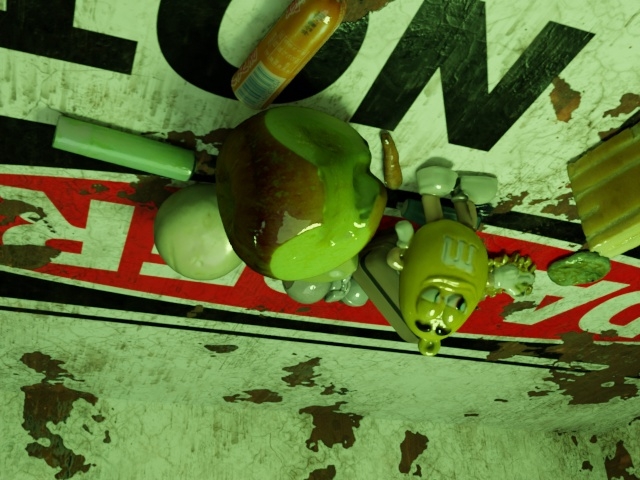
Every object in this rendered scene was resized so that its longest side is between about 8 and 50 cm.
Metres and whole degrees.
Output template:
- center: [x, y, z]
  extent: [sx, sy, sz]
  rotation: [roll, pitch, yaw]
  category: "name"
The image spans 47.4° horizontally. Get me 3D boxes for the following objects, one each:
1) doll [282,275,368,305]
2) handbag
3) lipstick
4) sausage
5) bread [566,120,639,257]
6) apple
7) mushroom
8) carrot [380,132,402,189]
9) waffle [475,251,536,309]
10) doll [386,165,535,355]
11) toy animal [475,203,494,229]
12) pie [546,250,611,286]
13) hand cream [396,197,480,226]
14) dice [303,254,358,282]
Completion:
- center: [0.031, 0.126, 2.108]
  extent: [0.287, 0.151, 0.151]
  rotation: [14, 146, -32]
  category: "doll"
- center: [0.245, 0.118, 1.928]
  extent: [0.302, 0.149, 0.283]
  rotation: [53, 150, -5]
  category: "handbag"
- center: [-0.421, -0.197, 1.586]
  extent: [0.304, 0.076, 0.076]
  rotation: [12, 147, -24]
  category: "lipstick"
- center: [-0.050, -0.361, 1.317]
  extent: [0.093, 0.093, 0.312]
  rotation: [17, 144, -30]
  category: "sausage"
- center: [0.697, -0.120, 1.644]
  extent: [0.111, 0.239, 0.246]
  rotation: [12, 149, -33]
  category: "bread"
- center: [-0.033, -0.098, 1.497]
  extent: [0.374, 0.374, 0.384]
  rotation: [8, 174, -17]
  category: "apple"
- center: [-0.284, -0.024, 1.789]
  extent: [0.246, 0.202, 0.246]
  rotation: [0, 106, -1]
  category: "mushroom"
- center: [0.162, -0.181, 1.684]
  extent: [0.047, 0.047, 0.191]
  rotation: [-7, 149, 7]
  category: "carrot"
- center: [0.509, 0.134, 2.183]
  extent: [0.293, 0.069, 0.260]
  rotation: [-22, 146, 10]
  category: "waffle"
- center: [0.320, 0.026, 1.739]
  extent: [0.348, 0.423, 0.161]
  rotation: [-19, 177, -13]
  category: "doll"
- center: [0.357, 0.037, 1.975]
  extent: [0.197, 0.272, 0.160]
  rotation: [3, -179, 8]
  category: "toy animal"
- center: [0.775, 0.085, 2.187]
  extent: [0.187, 0.041, 0.187]
  rotation: [-2, 150, -1]
  category: "pie"
- center: [0.299, -0.055, 1.867]
  extent: [0.224, 0.083, 0.048]
  rotation: [17, -173, -11]
  category: "hand cream"
- center: [0.000, 0.000, 1.856]
  extent: [0.166, 0.169, 0.169]
  rotation: [-11, 149, 12]
  category: "dice"
